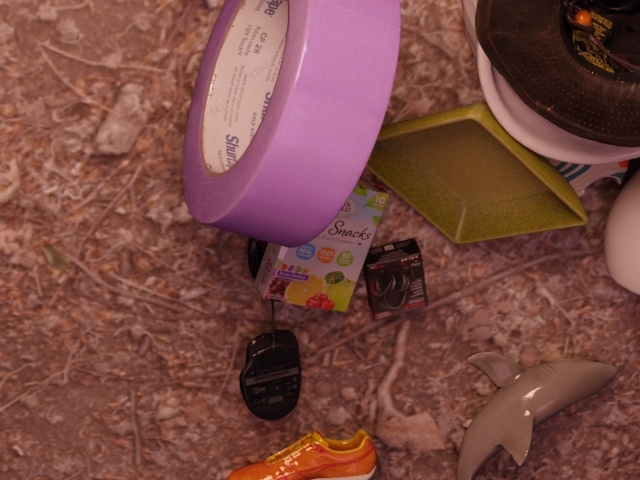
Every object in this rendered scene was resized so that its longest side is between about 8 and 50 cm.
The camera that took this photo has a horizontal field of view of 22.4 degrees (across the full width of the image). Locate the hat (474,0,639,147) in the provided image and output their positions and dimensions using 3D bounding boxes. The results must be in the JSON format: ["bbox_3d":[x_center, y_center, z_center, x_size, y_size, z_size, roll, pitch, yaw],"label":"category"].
[{"bbox_3d":[0.294,-0.239,1.382,0.331,0.134,0.331,3,136,2],"label":"hat"}]

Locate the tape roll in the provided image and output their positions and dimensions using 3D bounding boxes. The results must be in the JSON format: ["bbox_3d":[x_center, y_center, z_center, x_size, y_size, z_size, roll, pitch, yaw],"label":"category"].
[{"bbox_3d":[-0.031,-0.136,1.452,0.090,0.275,0.275,16,118,-21],"label":"tape roll"}]

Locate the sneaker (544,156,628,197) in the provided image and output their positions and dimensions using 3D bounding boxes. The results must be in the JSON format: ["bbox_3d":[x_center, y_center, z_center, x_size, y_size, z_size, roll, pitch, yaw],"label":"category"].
[{"bbox_3d":[0.250,-0.075,1.694,0.161,0.057,0.075,-10,120,-10],"label":"sneaker"}]

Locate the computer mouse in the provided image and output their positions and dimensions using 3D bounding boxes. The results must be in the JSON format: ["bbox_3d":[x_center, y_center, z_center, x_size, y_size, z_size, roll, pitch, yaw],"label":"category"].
[{"bbox_3d":[-0.057,0.089,1.750,0.071,0.041,0.242,-9,119,-18],"label":"computer mouse"}]

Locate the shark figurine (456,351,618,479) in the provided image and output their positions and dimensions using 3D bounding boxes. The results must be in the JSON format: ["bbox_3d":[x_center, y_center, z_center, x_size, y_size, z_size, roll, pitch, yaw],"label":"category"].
[{"bbox_3d":[0.213,0.243,1.871,0.166,0.116,0.278,21,114,-24],"label":"shark figurine"}]

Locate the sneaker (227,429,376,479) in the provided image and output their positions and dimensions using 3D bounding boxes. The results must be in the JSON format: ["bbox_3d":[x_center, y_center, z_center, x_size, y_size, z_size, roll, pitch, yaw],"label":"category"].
[{"bbox_3d":[-0.024,0.252,1.859,0.175,0.064,0.067,-11,106,-12],"label":"sneaker"}]

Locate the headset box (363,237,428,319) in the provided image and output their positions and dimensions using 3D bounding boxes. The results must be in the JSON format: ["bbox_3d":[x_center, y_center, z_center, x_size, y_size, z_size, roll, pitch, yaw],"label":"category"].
[{"bbox_3d":[0.081,0.045,1.751,0.062,0.032,0.083,-13,124,-5],"label":"headset box"}]

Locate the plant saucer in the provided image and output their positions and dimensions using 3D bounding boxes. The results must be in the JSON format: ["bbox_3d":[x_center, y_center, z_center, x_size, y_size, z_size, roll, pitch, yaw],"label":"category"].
[{"bbox_3d":[0.152,-0.074,1.631,0.188,0.045,0.188,39,150,-31],"label":"plant saucer"}]

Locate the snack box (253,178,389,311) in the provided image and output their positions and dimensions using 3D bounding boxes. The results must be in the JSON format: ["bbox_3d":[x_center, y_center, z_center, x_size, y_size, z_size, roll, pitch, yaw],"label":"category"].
[{"bbox_3d":[0.000,0.000,1.682,0.100,0.037,0.141,10,111,-27],"label":"snack box"}]

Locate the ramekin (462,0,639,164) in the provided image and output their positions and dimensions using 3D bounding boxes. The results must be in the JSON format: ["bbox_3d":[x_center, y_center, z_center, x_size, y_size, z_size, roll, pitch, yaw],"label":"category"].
[{"bbox_3d":[0.268,-0.223,1.552,0.277,0.135,0.277,-6,124,-9],"label":"ramekin"}]

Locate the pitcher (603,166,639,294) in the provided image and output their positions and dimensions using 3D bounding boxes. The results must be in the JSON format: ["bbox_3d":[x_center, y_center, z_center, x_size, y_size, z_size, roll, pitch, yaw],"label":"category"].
[{"bbox_3d":[0.401,-0.043,1.726,0.177,0.125,0.207,4,115,-37],"label":"pitcher"}]
